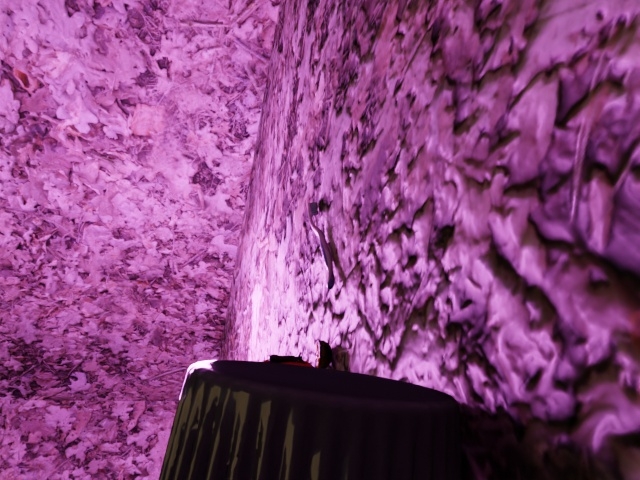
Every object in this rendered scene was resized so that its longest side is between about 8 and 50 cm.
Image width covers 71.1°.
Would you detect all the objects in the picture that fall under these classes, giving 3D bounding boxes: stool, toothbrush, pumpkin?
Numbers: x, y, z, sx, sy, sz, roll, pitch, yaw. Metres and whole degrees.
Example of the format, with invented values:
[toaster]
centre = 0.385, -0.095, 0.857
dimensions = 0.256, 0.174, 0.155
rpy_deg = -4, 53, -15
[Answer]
[stool]
centre = -0.019, 0.287, 0.388
dimensions = 0.297, 0.297, 0.330
rpy_deg = 149, 130, -70
[toothbrush]
centre = 0.000, 0.000, 0.878
dimensions = 0.269, 0.027, 0.021
rpy_deg = -104, -10, -51
[pumpkin]
centre = 0.006, 0.199, 0.780
dimensions = 0.083, 0.028, 0.050
rpy_deg = 127, 145, -76

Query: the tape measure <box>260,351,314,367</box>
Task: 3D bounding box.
[tape measure]
centre = -0.051, 0.339, 0.768
dimensions = 0.260, 0.113, 0.253
rpy_deg = 173, 102, -74
